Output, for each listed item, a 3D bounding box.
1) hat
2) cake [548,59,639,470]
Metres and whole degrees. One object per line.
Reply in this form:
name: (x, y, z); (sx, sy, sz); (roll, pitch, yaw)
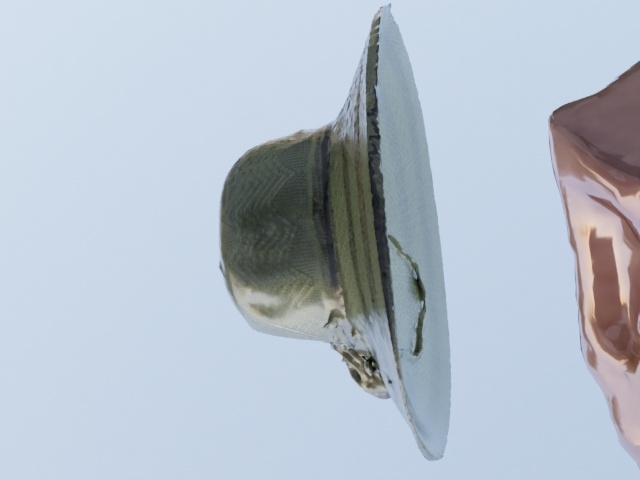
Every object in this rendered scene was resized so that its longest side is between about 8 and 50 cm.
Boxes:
hat: (0.000, 0.000, 0.883); (0.110, 0.252, 0.252); (-7, -126, 10)
cake: (0.264, 0.050, 0.465); (0.293, 0.314, 0.307); (-32, -140, -19)
